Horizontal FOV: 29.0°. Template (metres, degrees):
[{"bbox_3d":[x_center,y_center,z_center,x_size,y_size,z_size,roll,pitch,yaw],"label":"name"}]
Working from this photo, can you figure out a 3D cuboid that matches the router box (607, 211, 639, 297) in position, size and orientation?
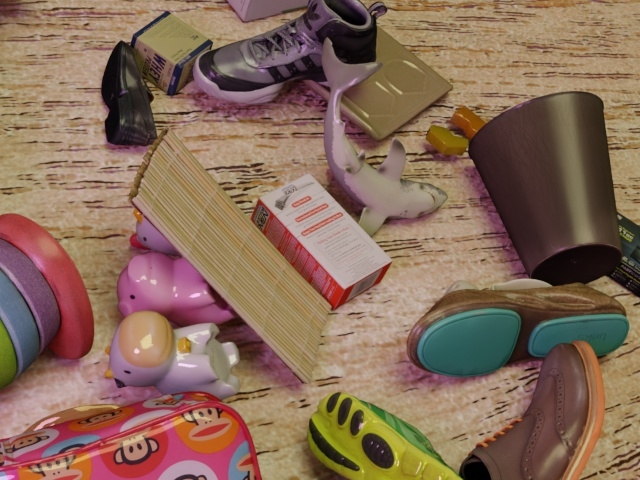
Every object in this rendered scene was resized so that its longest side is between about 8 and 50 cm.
[{"bbox_3d":[0.437,0.017,1.767,0.122,0.038,0.092,35,46,8],"label":"router box"}]

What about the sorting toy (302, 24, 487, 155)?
[{"bbox_3d":[0.097,-0.217,1.827,0.307,0.041,0.229,41,44,13],"label":"sorting toy"}]

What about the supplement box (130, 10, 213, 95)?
[{"bbox_3d":[-0.209,-0.260,1.714,0.083,0.056,0.083,35,47,8],"label":"supplement box"}]

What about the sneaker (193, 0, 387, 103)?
[{"bbox_3d":[-0.038,-0.275,1.679,0.268,0.153,0.101,-10,61,-19],"label":"sneaker"}]

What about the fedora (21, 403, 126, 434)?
[{"bbox_3d":[-0.230,0.239,1.239,0.194,0.194,0.079,9,10,-17],"label":"fedora"}]

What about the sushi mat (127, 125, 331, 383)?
[{"bbox_3d":[-0.097,0.017,1.424,0.316,0.019,0.151,49,32,-25],"label":"sushi mat"}]

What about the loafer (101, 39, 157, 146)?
[{"bbox_3d":[-0.252,-0.192,1.642,0.061,0.062,0.170,13,54,-30],"label":"loafer"}]

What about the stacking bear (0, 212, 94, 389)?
[{"bbox_3d":[-0.391,0.109,1.259,0.175,0.164,0.289,40,52,13],"label":"stacking bear"}]

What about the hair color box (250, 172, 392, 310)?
[{"bbox_3d":[0.000,0.000,1.584,0.093,0.053,0.167,-28,68,-37],"label":"hair color box"}]

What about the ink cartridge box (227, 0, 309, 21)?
[{"bbox_3d":[-0.104,-0.454,1.901,0.160,0.092,0.219,-20,61,-35],"label":"ink cartridge box"}]

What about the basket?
[{"bbox_3d":[0.324,-0.062,1.702,0.154,0.204,0.227,31,40,-51],"label":"basket"}]

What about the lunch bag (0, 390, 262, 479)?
[{"bbox_3d":[-0.186,0.291,1.135,0.293,0.120,0.258,-13,95,-17],"label":"lunch bag"}]

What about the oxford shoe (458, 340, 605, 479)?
[{"bbox_3d":[0.240,0.244,1.430,0.132,0.130,0.364,21,46,3],"label":"oxford shoe"}]

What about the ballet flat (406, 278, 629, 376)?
[{"bbox_3d":[0.234,0.097,1.575,0.342,0.116,0.124,-5,33,-27],"label":"ballet flat"}]

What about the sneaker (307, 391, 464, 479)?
[{"bbox_3d":[0.110,0.264,1.330,0.123,0.109,0.295,15,22,-48],"label":"sneaker"}]

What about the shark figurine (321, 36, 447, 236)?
[{"bbox_3d":[0.038,-0.115,1.649,0.166,0.278,0.116,-40,30,-13],"label":"shark figurine"}]

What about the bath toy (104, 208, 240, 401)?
[{"bbox_3d":[-0.175,0.076,1.402,0.151,0.129,0.348,49,30,-45],"label":"bath toy"}]
